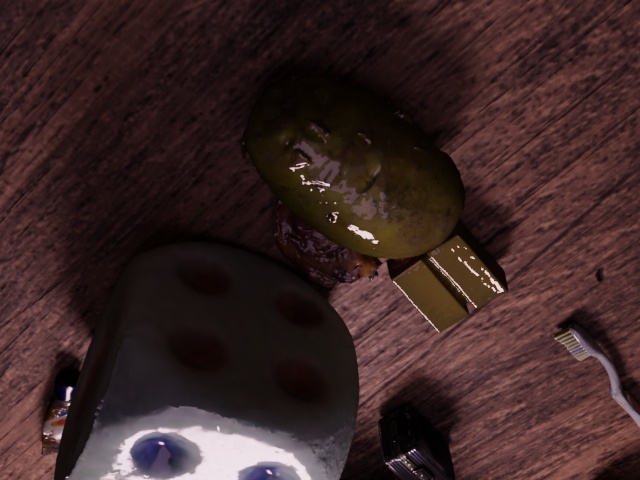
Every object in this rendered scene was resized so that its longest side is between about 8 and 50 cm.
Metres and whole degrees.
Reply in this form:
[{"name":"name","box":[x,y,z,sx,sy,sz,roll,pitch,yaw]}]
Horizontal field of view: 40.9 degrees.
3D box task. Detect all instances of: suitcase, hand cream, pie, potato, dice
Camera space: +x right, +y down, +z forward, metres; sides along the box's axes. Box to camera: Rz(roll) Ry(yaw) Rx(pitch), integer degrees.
[{"name":"suitcase","box":[0.129,0.286,1.146,0.059,0.086,0.126,-32,122,17]},{"name":"hand cream","box":[-0.330,0.233,1.117,0.062,0.039,0.163,-2,130,-21]},{"name":"pie","box":[0.000,0.000,0.962,0.092,0.034,0.170,-32,122,15]},{"name":"potato","box":[0.037,-0.070,0.859,0.251,0.113,0.149,27,95,-24]},{"name":"dice","box":[-0.126,0.180,0.946,0.263,0.268,0.264,20,122,-18]}]

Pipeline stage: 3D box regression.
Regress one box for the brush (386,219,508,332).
[{"name":"brush","box":[0.104,-0.003,0.960,0.103,0.047,0.233,-34,116,20]}]

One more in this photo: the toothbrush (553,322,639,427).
[{"name":"toothbrush","box":[0.420,0.224,1.152,0.037,0.028,0.375,-31,122,25]}]
